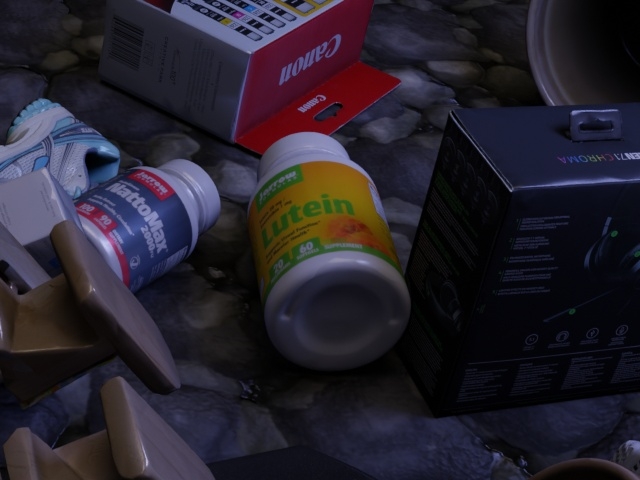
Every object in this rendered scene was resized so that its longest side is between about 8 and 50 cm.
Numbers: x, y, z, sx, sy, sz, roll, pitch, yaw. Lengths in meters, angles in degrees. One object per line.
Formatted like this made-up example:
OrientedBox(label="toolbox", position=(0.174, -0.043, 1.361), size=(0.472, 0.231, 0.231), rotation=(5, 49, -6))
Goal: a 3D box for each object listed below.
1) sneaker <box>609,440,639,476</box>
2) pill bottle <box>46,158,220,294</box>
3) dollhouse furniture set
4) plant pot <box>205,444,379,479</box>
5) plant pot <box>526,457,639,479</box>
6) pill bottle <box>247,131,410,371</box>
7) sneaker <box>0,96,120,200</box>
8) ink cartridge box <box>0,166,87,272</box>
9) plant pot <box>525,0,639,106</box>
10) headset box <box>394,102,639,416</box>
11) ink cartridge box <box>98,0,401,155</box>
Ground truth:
OrientedBox(label="sneaker", position=(0.350, 0.297, 1.050), size=(0.210, 0.137, 0.366), rotation=(17, 20, -18))
OrientedBox(label="pill bottle", position=(-0.183, -0.011, 1.323), size=(0.108, 0.108, 0.180), rotation=(28, 38, 21))
OrientedBox(label="dollhouse furniture set", position=(-0.269, 0.143, 0.948), size=(0.362, 0.256, 0.394), rotation=(-27, 50, 3))
OrientedBox(label="plant pot", position=(-0.035, 0.251, 0.962), size=(0.187, 0.188, 0.167), rotation=(-7, 28, -26))
OrientedBox(label="plant pot", position=(0.195, 0.283, 0.964), size=(0.110, 0.237, 0.237), rotation=(28, 29, -24))
OrientedBox(label="pill bottle", position=(0.000, 0.000, 1.340), size=(0.136, 0.136, 0.245), rotation=(3, 36, -13))
OrientedBox(label="sneaker", position=(-0.281, -0.042, 1.342), size=(0.122, 0.110, 0.283), rotation=(25, 39, 1))
OrientedBox(label="ink cartridge box", position=(-0.299, 0.009, 1.171), size=(0.181, 0.104, 0.061), rotation=(-22, 77, -3))
OrientedBox(label="plant pot", position=(0.452, -0.274, 1.757), size=(0.323, 0.323, 0.280), rotation=(24, 20, 16))
OrientedBox(label="headset box", position=(0.222, 0.008, 1.273), size=(0.246, 0.283, 0.131), rotation=(-5, 39, -22))
OrientedBox(label="ink cartridge box", position=(-0.066, -0.250, 1.673), size=(0.272, 0.130, 0.309), rotation=(27, 37, 18))
